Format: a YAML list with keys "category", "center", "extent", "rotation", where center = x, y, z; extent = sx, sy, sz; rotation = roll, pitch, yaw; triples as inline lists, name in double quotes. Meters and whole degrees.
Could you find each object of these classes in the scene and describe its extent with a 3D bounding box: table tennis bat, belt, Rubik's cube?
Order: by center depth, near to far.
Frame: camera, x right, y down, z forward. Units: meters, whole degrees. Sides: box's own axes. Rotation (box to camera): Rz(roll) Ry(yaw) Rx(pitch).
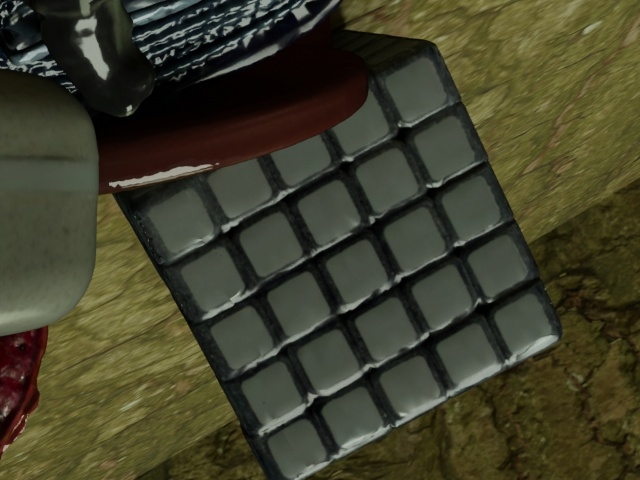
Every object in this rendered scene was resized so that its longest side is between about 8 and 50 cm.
- category: "belt"
  center: [-0.095, -0.145, 0.723]
  extent: [0.218, 0.128, 0.122]
  rotation: [-26, 137, -18]
- category: "table tennis bat"
  center: [-0.090, -0.088, 0.877]
  extent: [0.268, 0.051, 0.414]
  rotation: [-2, -164, 22]
- category: "Rubik's cube"
  center: [0.000, 0.000, 1.090]
  extent: [0.238, 0.237, 0.237]
  rotation: [-30, -164, -5]

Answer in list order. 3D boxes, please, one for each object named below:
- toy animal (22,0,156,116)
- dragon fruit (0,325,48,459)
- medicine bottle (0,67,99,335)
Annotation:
- category: "toy animal"
  center: [0.000, -0.206, 0.590]
  extent: [0.343, 0.106, 0.168]
  rotation: [-43, 134, 1]
- category: "dragon fruit"
  center: [-0.326, 0.113, 1.010]
  extent: [0.262, 0.134, 0.211]
  rotation: [-3, -176, -24]
- category: "medicine bottle"
  center: [-0.273, -0.011, 0.528]
  extent: [0.282, 0.123, 0.375]
  rotation: [-3, 178, 35]
